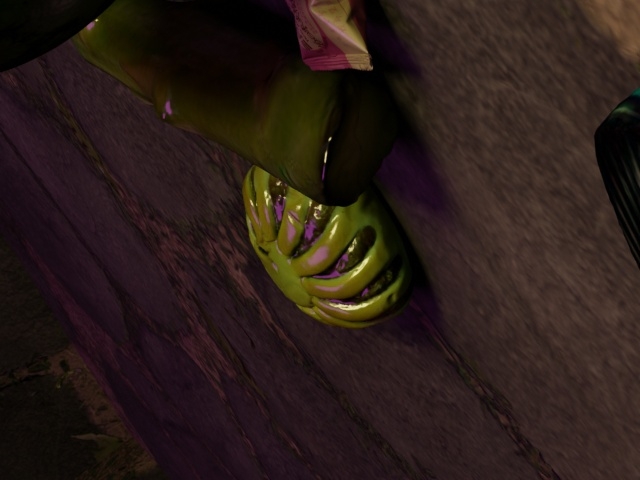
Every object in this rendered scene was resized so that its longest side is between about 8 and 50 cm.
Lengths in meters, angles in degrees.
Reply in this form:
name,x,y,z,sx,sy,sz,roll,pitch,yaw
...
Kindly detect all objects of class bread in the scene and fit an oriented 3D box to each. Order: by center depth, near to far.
name,x,y,z,sx,sy,sz,roll,pitch,yaw
bread,0.000,0.000,1.072,0.130,0.071,0.139,51,167,-4

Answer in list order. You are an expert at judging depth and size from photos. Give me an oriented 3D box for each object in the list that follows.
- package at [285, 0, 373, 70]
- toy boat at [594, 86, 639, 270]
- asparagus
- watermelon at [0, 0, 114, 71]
name,x,y,z,sx,sy,sz,roll,pitch,yaw
package,0.001,-0.120,0.837,0.059,0.029,0.083,11,116,57
toy boat,0.191,0.066,0.553,0.134,0.092,0.299,39,162,54
asparagus,-0.056,-0.092,1.005,0.343,0.085,0.082,30,138,56
watermelon,-0.186,-0.209,0.767,0.285,0.285,0.285,50,166,18
